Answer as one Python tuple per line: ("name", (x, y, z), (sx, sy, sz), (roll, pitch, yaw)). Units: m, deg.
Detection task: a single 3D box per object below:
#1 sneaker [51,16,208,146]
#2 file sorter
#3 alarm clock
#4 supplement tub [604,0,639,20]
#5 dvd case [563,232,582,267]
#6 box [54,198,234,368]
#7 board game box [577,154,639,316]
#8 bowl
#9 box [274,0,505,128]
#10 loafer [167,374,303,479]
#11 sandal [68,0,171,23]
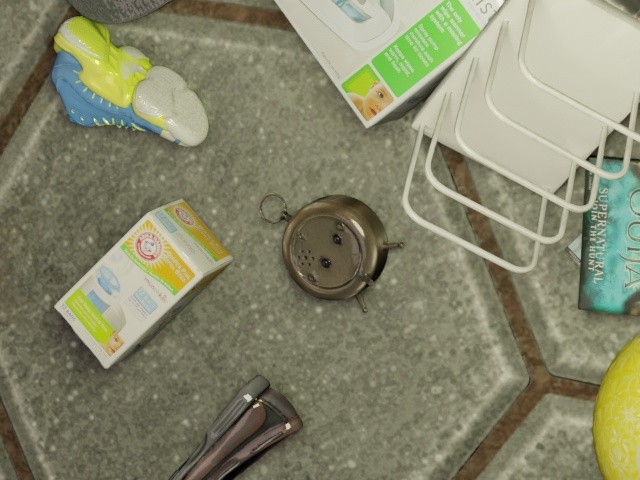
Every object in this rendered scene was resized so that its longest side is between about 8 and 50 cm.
("sneaker", (-0.255, -0.182, 2.115), (0.240, 0.091, 0.126), (42, 131, 8))
("file sorter", (0.235, -0.120, 1.790), (0.193, 0.173, 0.277), (27, 138, -11))
("alarm clock", (0.000, 0.000, 2.055), (0.192, 0.064, 0.129), (33, 111, 16))
("supplement tub", (0.334, -0.261, 1.839), (0.198, 0.106, 0.106), (41, 113, 9))
("dvd case", (0.362, 0.003, 1.936), (0.087, 0.013, 0.119), (48, 114, 6))
("box", (-0.231, 0.055, 2.133), (0.203, 0.103, 0.114), (-42, 85, 24))
("board game box", (0.371, -0.003, 1.908), (0.126, 0.026, 0.186), (5, 103, 21))
("bowl", (0.442, 0.242, 1.878), (0.290, 0.156, 0.289), (5, 103, 21))
("box", (0.085, -0.307, 1.920), (0.231, 0.127, 0.262), (-37, 86, 26))
("loafer", (-0.139, 0.315, 2.155), (0.095, 0.109, 0.302), (39, 110, 5))
("sandal", (-0.206, -0.341, 2.073), (0.255, 0.054, 0.097), (-12, 104, 14))
